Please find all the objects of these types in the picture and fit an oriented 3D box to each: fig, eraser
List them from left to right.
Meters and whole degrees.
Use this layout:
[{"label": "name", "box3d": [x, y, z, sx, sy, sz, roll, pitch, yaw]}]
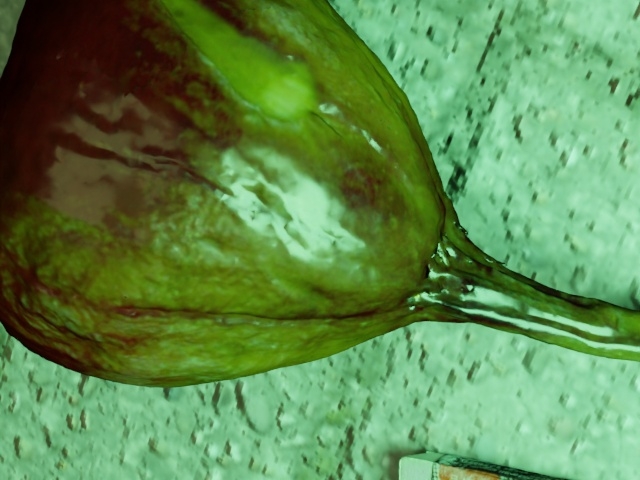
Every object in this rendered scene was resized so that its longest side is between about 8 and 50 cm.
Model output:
[{"label": "fig", "box3d": [0.001, -0.033, 0.581, 0.290, 0.190, 0.190, 0, 100, 15]}, {"label": "eraser", "box3d": [0.079, 0.111, 0.633, 0.099, 0.019, 0.027, 9, 104, 31]}]
